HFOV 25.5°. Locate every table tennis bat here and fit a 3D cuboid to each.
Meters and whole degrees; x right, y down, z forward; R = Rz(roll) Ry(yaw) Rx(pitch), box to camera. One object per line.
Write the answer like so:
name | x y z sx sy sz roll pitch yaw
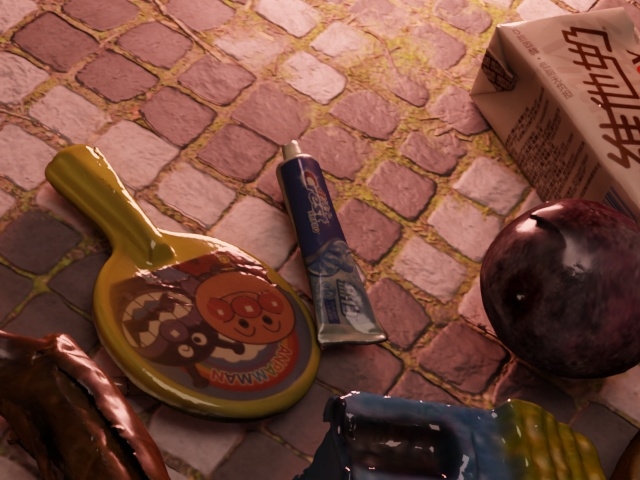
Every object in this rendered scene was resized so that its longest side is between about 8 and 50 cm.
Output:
table tennis bat | -0.148 0.033 1.388 0.224 0.054 0.369 -20 58 -42

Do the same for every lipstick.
lipstick | -0.180 0.135 1.311 0.094 0.019 0.019 2 49 -17

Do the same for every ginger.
ginger | -0.209 0.182 1.206 0.133 0.107 0.309 -28 61 -9

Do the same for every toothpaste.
toothpaste | -0.001 0.000 1.470 0.069 0.047 0.268 26 36 -45

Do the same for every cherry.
cherry | 0.250 0.050 1.415 0.195 0.195 0.195 9 47 -10

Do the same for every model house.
model house | 0.129 0.275 1.163 0.303 0.215 0.237 8 47 -18

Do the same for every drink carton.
drink carton | 0.342 -0.115 1.626 0.194 0.132 0.324 -12 53 -27

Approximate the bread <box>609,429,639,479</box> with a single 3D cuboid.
bread | 0.382 0.263 1.340 0.236 0.070 0.236 10 48 -11
